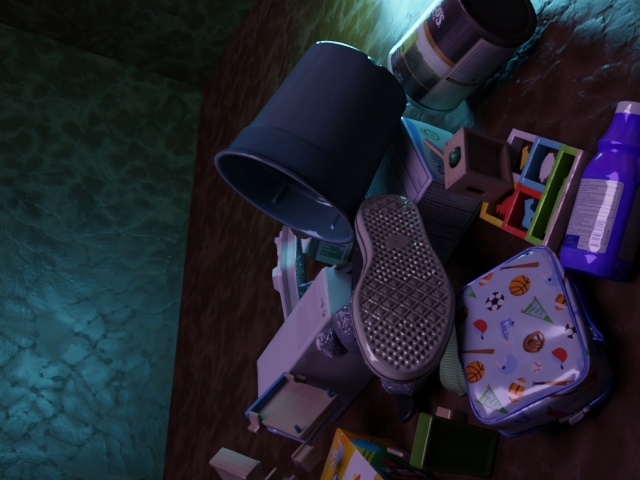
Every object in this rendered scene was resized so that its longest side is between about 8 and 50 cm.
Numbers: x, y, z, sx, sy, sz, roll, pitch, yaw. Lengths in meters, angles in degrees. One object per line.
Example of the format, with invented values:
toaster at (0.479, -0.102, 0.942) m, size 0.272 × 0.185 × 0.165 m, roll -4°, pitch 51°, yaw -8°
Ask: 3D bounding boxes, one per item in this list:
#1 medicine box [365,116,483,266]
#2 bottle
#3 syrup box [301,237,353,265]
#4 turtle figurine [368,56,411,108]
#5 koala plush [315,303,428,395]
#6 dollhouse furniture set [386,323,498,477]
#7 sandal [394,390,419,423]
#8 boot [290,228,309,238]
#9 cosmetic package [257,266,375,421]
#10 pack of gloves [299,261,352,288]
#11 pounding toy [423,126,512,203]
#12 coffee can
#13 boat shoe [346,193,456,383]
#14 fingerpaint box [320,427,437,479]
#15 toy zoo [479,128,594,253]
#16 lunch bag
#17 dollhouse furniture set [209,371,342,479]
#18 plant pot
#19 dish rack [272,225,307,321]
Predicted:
medicine box at (0.205, -0.077, 2.009) m, size 0.289 × 0.149 × 0.263 m, roll -61°, pitch 26°, yaw 29°
bottle at (0.473, -0.079, 1.455) m, size 0.118 × 0.092 × 0.282 m, roll 14°, pitch 89°, yaw 63°
syrup box at (0.000, 0.000, 2.514) m, size 0.237 × 0.093 × 0.096 m, roll 31°, pitch 104°, yaw 67°
turtle figurine at (0.177, -0.317, 2.230) m, size 0.197 × 0.275 × 0.266 m, roll -102°, pitch 10°, yaw -45°
koala plush at (0.119, 0.200, 1.874) m, size 0.196 × 0.221 × 0.203 m, roll -47°, pitch 24°, yaw 27°
dollhouse furniture set at (0.234, 0.275, 1.710) m, size 0.197 × 0.151 × 0.301 m, roll -4°, pitch 72°, yaw 67°
sandal at (0.186, 0.322, 1.928) m, size 0.067 × 0.040 × 0.179 m, roll -50°, pitch 23°, yaw 29°
boot at (0.053, -0.072, 2.211) m, size 0.089 × 0.270 × 0.236 m, roll -52°, pitch 35°, yaw 36°
cosmetic package at (0.020, 0.257, 2.149) m, size 0.385 × 0.217 × 0.156 m, roll -52°, pitch 31°, yaw 39°
pack of gloves at (0.073, 0.094, 2.183) m, size 0.232 × 0.195 × 0.046 m, roll -32°, pitch 70°, yaw 59°
pounding toy at (0.289, -0.153, 1.791) m, size 0.100 × 0.141 × 0.130 m, roll -45°, pitch 36°, yaw 52°
coffee can at (0.299, -0.426, 1.949) m, size 0.275 × 0.202 × 0.201 m, roll -44°, pitch 37°, yaw 52°
boat shoe at (0.141, 0.100, 1.685) m, size 0.500 × 0.187 × 0.156 m, roll -94°, pitch 4°, yaw -56°
fingerpaint box at (0.090, 0.651, 1.779) m, size 0.371 × 0.163 × 0.444 m, roll -153°, pitch 80°, yaw -70°
toy zoo at (0.396, -0.106, 1.736) m, size 0.192 × 0.030 × 0.293 m, roll -71°, pitch 22°, yaw 9°
lunch bag at (0.353, 0.169, 1.507) m, size 0.243 × 0.115 × 0.303 m, roll -32°, pitch 44°, yaw 26°
dollhouse furniture set at (-0.027, 0.458, 1.948) m, size 0.286 × 0.198 × 0.303 m, roll 5°, pitch 43°, yaw 50°
plant pot at (0.002, -0.222, 1.952) m, size 0.334 × 0.341 × 0.341 m, roll -60°, pitch 19°, yaw -15°
dish rack at (-0.073, 0.139, 2.378) m, size 0.285 × 0.072 × 0.332 m, roll -89°, pitch -6°, yaw -60°
